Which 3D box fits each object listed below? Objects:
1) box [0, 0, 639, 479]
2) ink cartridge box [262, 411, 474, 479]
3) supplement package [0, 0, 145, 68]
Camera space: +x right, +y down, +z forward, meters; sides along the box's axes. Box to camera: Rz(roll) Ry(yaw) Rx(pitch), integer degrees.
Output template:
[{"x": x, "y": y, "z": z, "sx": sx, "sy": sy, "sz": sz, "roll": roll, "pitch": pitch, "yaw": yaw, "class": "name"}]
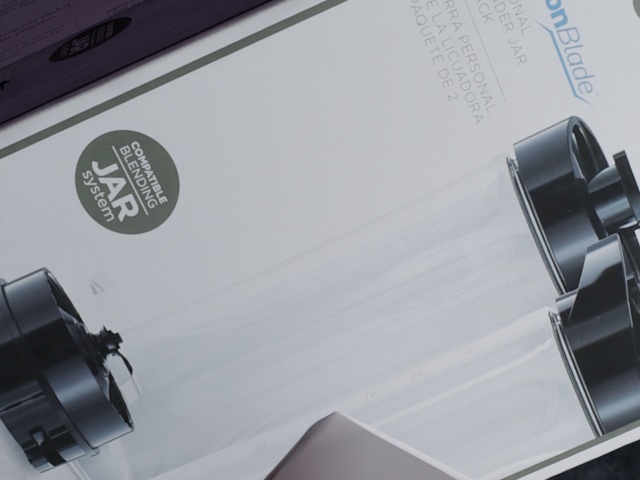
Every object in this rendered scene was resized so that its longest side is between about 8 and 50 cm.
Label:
[{"x": 0.000, "y": 0.000, "z": 0.436, "sx": 0.087, "sy": 0.290, "sz": 0.169, "roll": -106, "pitch": 173, "yaw": -71, "class": "box"}, {"x": 0.046, "y": 0.193, "z": 0.340, "sx": 0.171, "sy": 0.168, "sz": 0.233, "roll": 22, "pitch": -29, "yaw": 38, "class": "ink cartridge box"}, {"x": -0.059, "y": -0.047, "z": 0.626, "sx": 0.263, "sy": 0.199, "sz": 0.198, "roll": -109, "pitch": 175, "yaw": -61, "class": "supplement package"}]
